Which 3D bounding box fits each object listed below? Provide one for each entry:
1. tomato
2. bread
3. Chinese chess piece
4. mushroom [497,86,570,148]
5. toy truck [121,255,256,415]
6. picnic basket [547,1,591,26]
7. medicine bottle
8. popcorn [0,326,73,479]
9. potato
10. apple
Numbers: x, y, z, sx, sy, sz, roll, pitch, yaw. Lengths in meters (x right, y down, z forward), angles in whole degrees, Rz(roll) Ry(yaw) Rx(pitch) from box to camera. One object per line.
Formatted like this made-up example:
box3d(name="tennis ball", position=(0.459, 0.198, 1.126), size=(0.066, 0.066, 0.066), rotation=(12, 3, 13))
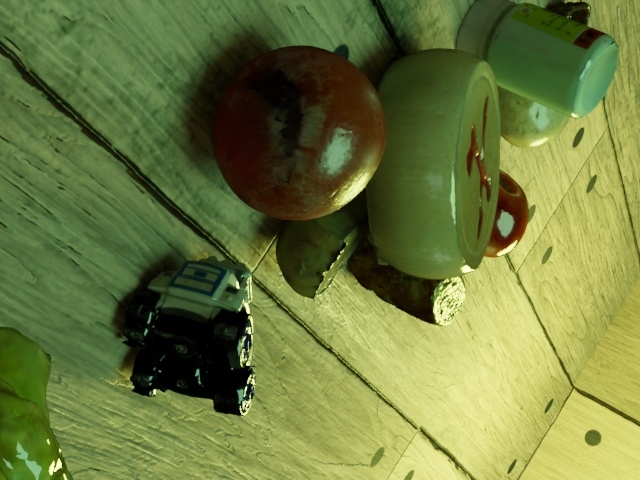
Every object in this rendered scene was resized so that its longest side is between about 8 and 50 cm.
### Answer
box3d(name="tomato", position=(-0.029, -0.129, 1.438), size=(0.208, 0.208, 0.184), rotation=(-67, 160, 12))
box3d(name="bread", position=(0.140, 0.059, 1.950), size=(0.103, 0.172, 0.132), rotation=(-56, 152, -10))
box3d(name="Chinese chess piece", position=(0.169, -0.111, 1.769), size=(0.338, 0.141, 0.338), rotation=(4, 90, -72))
box3d(name="mushroom", position=(0.363, -0.244, 2.105), size=(0.166, 0.127, 0.166), rotation=(-13, 110, -37))
box3d(name="toy truck", position=(-0.145, 0.113, 1.562), size=(0.177, 0.161, 0.213), rotation=(-63, 161, -44))
box3d(name="picnic basket", position=(0.425, -0.342, 2.189), size=(0.110, 0.055, 0.193), rotation=(-22, 135, -50))
box3d(name="medicine bottle", position=(0.338, -0.292, 1.896), size=(0.139, 0.225, 0.139), rotation=(-41, 146, -35))
box3d(name="popcorn", position=(-0.378, 0.229, 1.120), size=(0.274, 0.279, 0.335), rotation=(6, 124, -41))
box3d(name="potato", position=(0.000, 0.000, 1.740), size=(0.138, 0.098, 0.243), rotation=(-61, 172, 23))
box3d(name="apple", position=(0.289, -0.053, 2.122), size=(0.163, 0.163, 0.139), rotation=(-11, 133, -57))
